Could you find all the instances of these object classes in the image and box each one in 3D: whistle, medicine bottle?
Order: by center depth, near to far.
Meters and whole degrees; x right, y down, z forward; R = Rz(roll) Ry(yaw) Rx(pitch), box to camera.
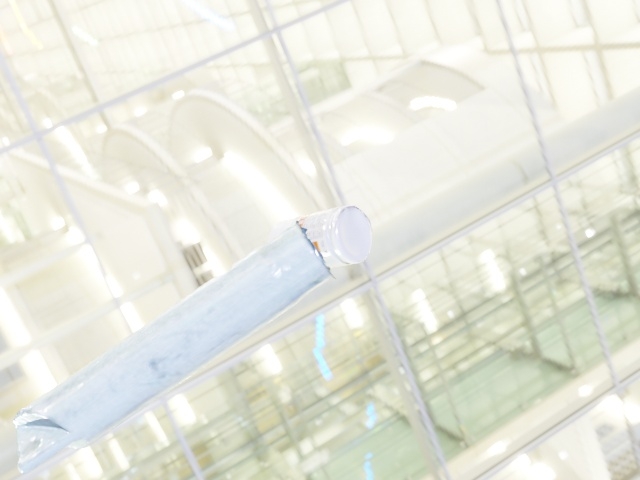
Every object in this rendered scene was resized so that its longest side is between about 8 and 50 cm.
[{"bbox_3d":[-0.130,0.094,0.844,0.062,0.312,0.062,55,1,-2],"label":"whistle"},{"bbox_3d":[0.000,0.000,0.960,0.089,0.057,0.057,-11,-72,40],"label":"medicine bottle"}]
